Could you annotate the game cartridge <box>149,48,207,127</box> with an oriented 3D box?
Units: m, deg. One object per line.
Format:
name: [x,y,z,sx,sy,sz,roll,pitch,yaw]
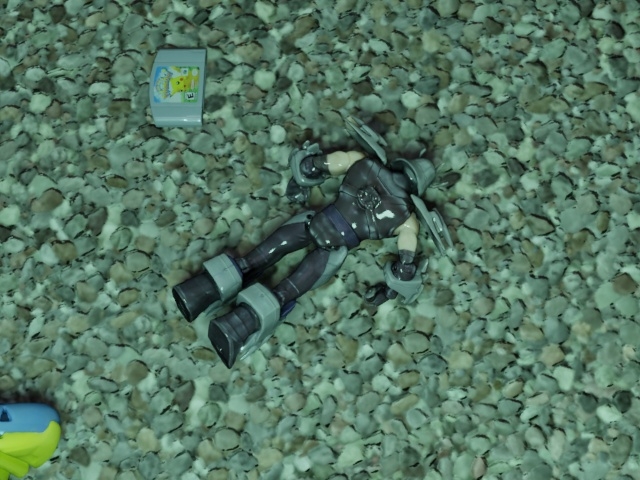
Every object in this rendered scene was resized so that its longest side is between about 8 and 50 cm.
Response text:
game cartridge: [-0.142,-0.153,1.940,0.056,0.017,0.083,-1,70,8]

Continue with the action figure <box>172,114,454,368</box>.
action figure: [0.000,0.000,1.834,0.285,0.099,0.185,-34,64,-11]

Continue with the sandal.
sandal: [-0.395,0.151,1.799,0.317,0.126,0.138,4,67,5]
